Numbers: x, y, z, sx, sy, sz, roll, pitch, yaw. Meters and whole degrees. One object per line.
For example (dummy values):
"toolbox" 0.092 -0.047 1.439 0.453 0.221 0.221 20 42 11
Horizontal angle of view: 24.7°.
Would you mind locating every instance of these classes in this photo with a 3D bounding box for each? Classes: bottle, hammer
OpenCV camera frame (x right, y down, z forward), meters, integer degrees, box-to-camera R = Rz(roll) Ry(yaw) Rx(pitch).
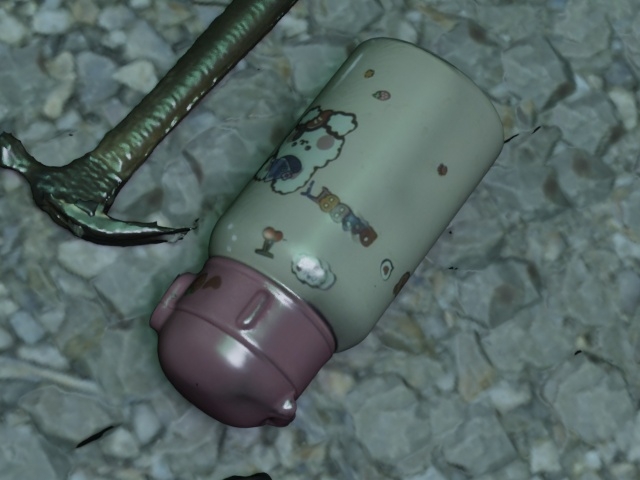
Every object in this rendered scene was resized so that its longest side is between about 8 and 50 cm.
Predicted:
"bottle" 0.000 0.000 0.827 0.110 0.110 0.233 37 71 2
"hammer" -0.062 -0.118 0.896 0.125 0.027 0.297 38 70 3

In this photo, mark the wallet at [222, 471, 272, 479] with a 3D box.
"wallet" -0.030 0.295 0.769 0.170 0.044 0.321 -26 76 -17
